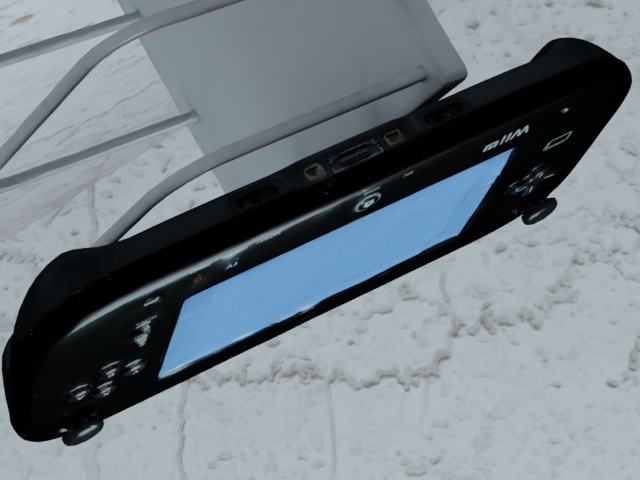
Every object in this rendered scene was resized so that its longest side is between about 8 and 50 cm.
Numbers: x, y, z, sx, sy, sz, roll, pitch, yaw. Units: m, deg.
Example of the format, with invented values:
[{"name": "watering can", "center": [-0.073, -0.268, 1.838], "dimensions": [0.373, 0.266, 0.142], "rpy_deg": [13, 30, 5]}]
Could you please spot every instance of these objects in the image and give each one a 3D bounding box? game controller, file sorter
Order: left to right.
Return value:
[{"name": "file sorter", "center": [-0.105, -0.134, 0.838], "dimensions": [0.173, 0.278, 0.193], "rpy_deg": [-24, 172, -38]}, {"name": "game controller", "center": [0.000, 0.000, 0.802], "dimensions": [0.319, 0.067, 0.166], "rpy_deg": [-25, 172, -22]}]
